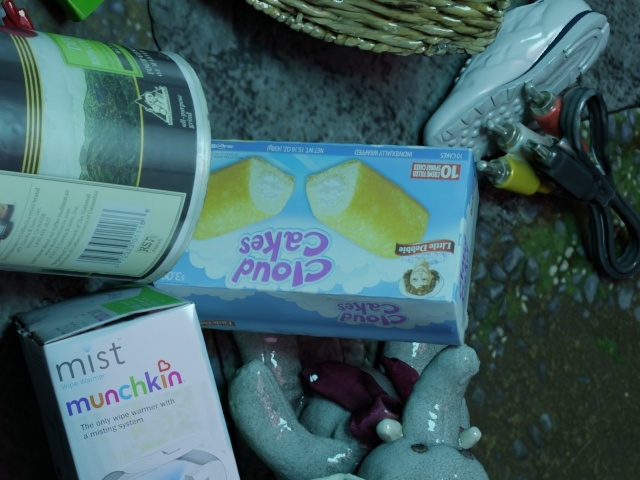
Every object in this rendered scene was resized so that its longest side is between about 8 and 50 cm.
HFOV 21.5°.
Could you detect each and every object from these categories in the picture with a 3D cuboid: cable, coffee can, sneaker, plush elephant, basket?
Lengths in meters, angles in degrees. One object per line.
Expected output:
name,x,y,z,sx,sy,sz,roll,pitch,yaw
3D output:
cable,0.274,-0.069,1.769,0.139,0.072,0.287,-56,137,-2
coffee can,-0.256,-0.074,1.357,0.275,0.201,0.201,6,83,-34
sneaker,0.187,-0.172,1.739,0.235,0.095,0.090,-39,151,-13
plush elephant,0.064,0.187,1.522,0.272,0.255,0.330,14,79,-32
basket,0.050,-0.317,1.569,0.299,0.213,0.223,16,37,-4

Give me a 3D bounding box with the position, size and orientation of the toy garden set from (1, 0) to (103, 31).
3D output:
toy garden set,-0.287,-0.284,1.444,0.204,0.049,0.244,-49,114,-28

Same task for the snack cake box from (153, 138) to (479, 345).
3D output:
snack cake box,0.000,0.000,1.479,0.089,0.264,0.152,73,23,-59

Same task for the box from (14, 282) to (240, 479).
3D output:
box,-0.155,0.163,1.362,0.126,0.262,0.231,-15,95,-13
